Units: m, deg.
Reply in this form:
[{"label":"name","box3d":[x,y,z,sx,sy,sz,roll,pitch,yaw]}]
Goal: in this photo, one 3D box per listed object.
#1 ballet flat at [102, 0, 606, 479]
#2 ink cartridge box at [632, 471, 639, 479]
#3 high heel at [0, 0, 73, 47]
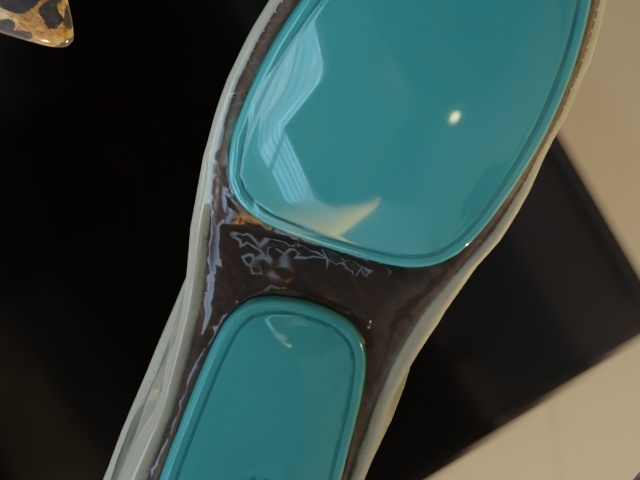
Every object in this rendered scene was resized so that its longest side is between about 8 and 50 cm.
[{"label":"ballet flat","box3d":[0.000,0.000,0.494,0.248,0.086,0.086,-64,176,14]},{"label":"ink cartridge box","box3d":[0.332,0.126,1.122,0.226,0.131,0.306,-36,175,-45]},{"label":"high heel","box3d":[-0.225,-0.172,0.980,0.093,0.261,0.186,-41,-154,8]}]
